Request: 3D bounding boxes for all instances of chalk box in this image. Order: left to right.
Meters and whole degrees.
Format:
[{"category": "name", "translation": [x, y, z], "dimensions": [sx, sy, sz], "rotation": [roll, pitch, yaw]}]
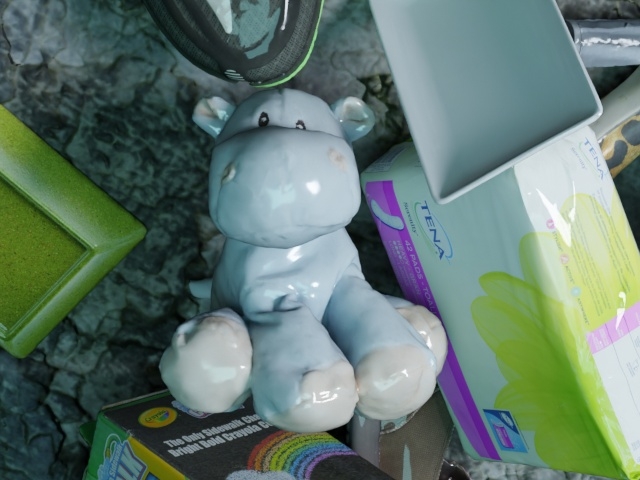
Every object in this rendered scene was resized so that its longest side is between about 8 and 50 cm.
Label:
[{"category": "chalk box", "translation": [-0.098, 0.242, 1.639], "dimensions": [0.289, 0.180, 0.179], "rotation": [30, 118, 38]}]

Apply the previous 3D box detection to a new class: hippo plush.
[{"category": "hippo plush", "translation": [0.000, 0.000, 1.512], "dimensions": [0.234, 0.294, 0.236], "rotation": [7, 110, 1]}]

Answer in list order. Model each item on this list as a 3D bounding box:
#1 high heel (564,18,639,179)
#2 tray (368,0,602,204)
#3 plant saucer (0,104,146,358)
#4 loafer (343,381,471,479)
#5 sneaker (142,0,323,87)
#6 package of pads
[{"category": "high heel", "translation": [0.273, -0.076, 1.580], "dimensions": [0.186, 0.093, 0.261], "rotation": [-3, 127, -16]}, {"category": "tray", "translation": [0.128, -0.147, 1.462], "dimensions": [0.145, 0.270, 0.030], "rotation": [-30, 134, 16]}, {"category": "plant saucer", "translation": [-0.287, 0.001, 1.657], "dimensions": [0.188, 0.045, 0.188], "rotation": [41, 110, -14]}, {"category": "loafer", "translation": [0.085, 0.262, 1.704], "dimensions": [0.130, 0.134, 0.365], "rotation": [1, 113, 0]}, {"category": "sneaker", "translation": [-0.091, -0.339, 1.407], "dimensions": [0.185, 0.202, 0.482], "rotation": [-4, 114, 6]}, {"category": "package of pads", "translation": [0.172, 0.050, 1.536], "dimensions": [0.101, 0.229, 0.296], "rotation": [-31, 105, -30]}]
